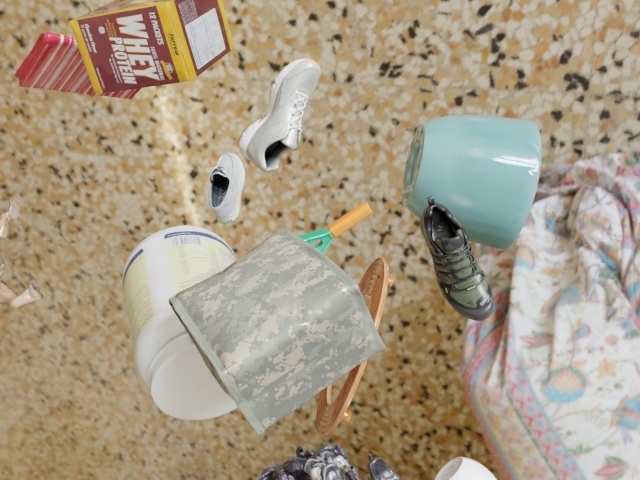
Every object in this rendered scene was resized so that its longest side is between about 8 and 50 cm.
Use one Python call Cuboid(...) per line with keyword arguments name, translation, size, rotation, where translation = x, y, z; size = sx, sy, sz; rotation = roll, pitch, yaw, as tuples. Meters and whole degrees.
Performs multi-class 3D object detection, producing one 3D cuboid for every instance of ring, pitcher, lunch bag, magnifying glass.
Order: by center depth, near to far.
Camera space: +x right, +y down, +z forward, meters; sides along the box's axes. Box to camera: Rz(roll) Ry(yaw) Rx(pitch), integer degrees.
Cuboid(name="lunch bag", translation=(-0.083, 0.116, 1.119), size=(0.287, 0.235, 0.169), rotation=(42, 161, 51))
Cuboid(name="ring", translation=(0.062, 0.191, 1.292), size=(0.032, 0.336, 0.336), rotation=(20, 131, -6))
Cuboid(name="magnifying glass", translation=(0.000, 0.000, 1.412), size=(0.231, 0.026, 0.092), rotation=(-36, 132, 0))
Cuboid(name="pitcher", translation=(0.318, 0.570, 1.513), size=(0.207, 0.125, 0.178), rotation=(47, 116, 0))

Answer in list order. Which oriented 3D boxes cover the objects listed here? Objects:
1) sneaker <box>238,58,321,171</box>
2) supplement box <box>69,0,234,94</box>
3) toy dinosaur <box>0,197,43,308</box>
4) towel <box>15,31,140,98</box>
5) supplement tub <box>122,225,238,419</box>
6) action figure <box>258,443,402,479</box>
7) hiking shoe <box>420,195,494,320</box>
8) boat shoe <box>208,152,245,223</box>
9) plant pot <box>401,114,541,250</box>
Cuboid(name="sneaker", translation=(-0.065, -0.258, 1.544), size=(0.262, 0.099, 0.121), rotation=(-56, 47, 18))
Cuboid(name="supplement box", translation=(-0.286, -0.357, 1.259), size=(0.191, 0.194, 0.129), rotation=(-3, 119, 20))
Cuboid(name="toy dinosaur", translation=(-0.553, 0.048, 1.088), size=(0.200, 0.127, 0.295), rotation=(-24, 76, 4))
Cuboid(name="towel", translation=(-0.501, -0.379, 1.579), size=(0.199, 0.275, 0.031), rotation=(-28, 70, 47))
Cuboid(name="supplement tub", translation=(-0.243, 0.150, 1.372), size=(0.235, 0.325, 0.235), rotation=(-11, 130, -14))
Cuboid(name="action figure", translation=(0.007, 0.374, 1.062), size=(0.276, 0.164, 0.141), rotation=(-29, 72, 64))
Cuboid(name="hiking shoe", translation=(0.229, 0.034, 1.256), size=(0.086, 0.114, 0.227), rotation=(-28, 71, 7))
Cuboid(name="boat shoe", translation=(-0.247, -0.152, 1.866), size=(0.079, 0.227, 0.081), rotation=(-15, 142, 15))
Cuboid(name="plant pot", translation=(0.312, -0.143, 1.583), size=(0.235, 0.293, 0.293), rotation=(11, 130, -5))
